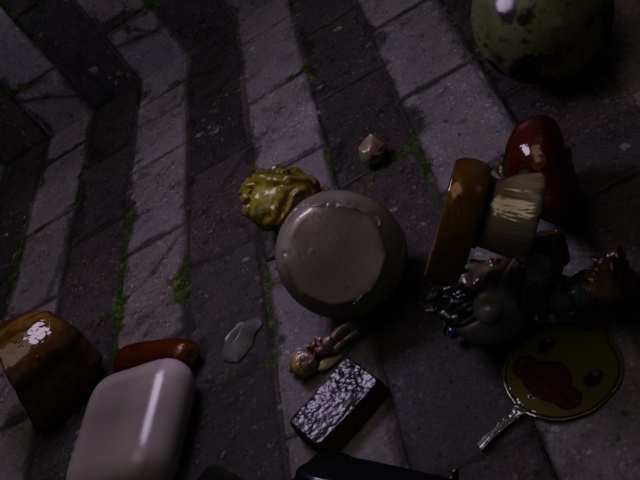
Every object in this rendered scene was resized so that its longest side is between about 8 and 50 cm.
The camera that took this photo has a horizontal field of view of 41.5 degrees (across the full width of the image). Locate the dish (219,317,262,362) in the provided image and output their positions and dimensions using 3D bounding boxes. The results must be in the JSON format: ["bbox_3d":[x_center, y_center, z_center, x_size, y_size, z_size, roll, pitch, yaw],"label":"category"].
[{"bbox_3d":[-0.202,0.235,2.089,0.091,0.039,0.137,13,60,48],"label":"dish"}]

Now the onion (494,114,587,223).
[{"bbox_3d":[0.467,-0.143,1.776,0.161,0.248,0.248,-36,32,28],"label":"onion"}]

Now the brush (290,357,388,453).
[{"bbox_3d":[0.037,0.342,1.742,0.197,0.059,0.123,-47,38,-13],"label":"brush"}]

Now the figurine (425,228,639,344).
[{"bbox_3d":[0.381,0.090,1.602,0.382,0.186,0.261,-18,-1,35],"label":"figurine"}]

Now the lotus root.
[{"bbox_3d":[-0.756,0.309,2.283,0.250,0.316,0.316,-37,33,-20],"label":"lotus root"}]

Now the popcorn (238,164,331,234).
[{"bbox_3d":[-0.086,-0.096,2.242,0.266,0.233,0.192,6,83,3],"label":"popcorn"}]

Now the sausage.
[{"bbox_3d":[-0.431,0.299,2.179,0.300,0.083,0.089,-10,55,35],"label":"sausage"}]

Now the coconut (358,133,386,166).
[{"bbox_3d":[0.143,-0.242,2.302,0.082,0.081,0.083,-46,0,6],"label":"coconut"}]

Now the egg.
[{"bbox_3d":[0.549,-0.574,2.097,0.345,0.345,0.428,-16,27,28],"label":"egg"}]

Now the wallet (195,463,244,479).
[{"bbox_3d":[-0.253,0.582,1.737,0.168,0.052,0.245,12,53,48],"label":"wallet"}]

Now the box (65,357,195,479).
[{"bbox_3d":[-0.438,0.445,1.969,0.288,0.141,0.349,-21,39,24],"label":"box"}]

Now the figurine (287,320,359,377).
[{"bbox_3d":[0.003,0.244,1.882,0.187,0.083,0.083,-39,34,9],"label":"figurine"}]

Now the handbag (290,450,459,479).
[{"bbox_3d":[0.064,0.469,1.471,0.302,0.178,0.275,3,52,43],"label":"handbag"}]

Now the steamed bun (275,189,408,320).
[{"bbox_3d":[0.051,0.031,1.925,0.309,0.309,0.309,-23,37,19],"label":"steamed bun"}]

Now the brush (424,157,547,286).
[{"bbox_3d":[0.288,-0.013,1.512,0.166,0.267,0.174,16,38,5],"label":"brush"}]

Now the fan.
[{"bbox_3d":[0.409,0.264,1.549,0.335,0.011,0.229,-41,35,-7],"label":"fan"}]

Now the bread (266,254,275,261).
[{"bbox_3d":[0.001,0.002,2.141,0.344,0.084,0.124,-18,39,26],"label":"bread"}]
